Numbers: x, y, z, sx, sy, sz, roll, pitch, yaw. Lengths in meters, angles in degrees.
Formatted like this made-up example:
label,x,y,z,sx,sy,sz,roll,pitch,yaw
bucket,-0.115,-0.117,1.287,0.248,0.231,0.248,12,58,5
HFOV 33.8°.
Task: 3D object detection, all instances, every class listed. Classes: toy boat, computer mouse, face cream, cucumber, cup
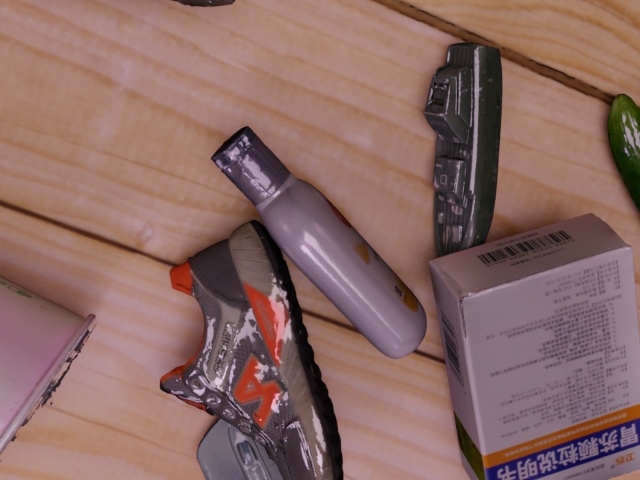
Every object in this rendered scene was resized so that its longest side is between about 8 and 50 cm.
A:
label,x,y,z,sx,sy,sz,roll,pitch,yaw
toy boat,0.153,-0.088,1.171,0.085,0.078,0.260,-4,103,-29
computer mouse,-0.061,0.287,1.203,0.113,0.068,0.229,-26,104,-7
face cream,0.000,0.000,1.129,0.071,0.144,0.291,-41,103,9
cucumber,0.395,-0.057,1.236,0.056,0.056,0.250,-32,102,-4
cup,-0.398,0.110,1.033,0.274,0.253,0.253,35,92,-6

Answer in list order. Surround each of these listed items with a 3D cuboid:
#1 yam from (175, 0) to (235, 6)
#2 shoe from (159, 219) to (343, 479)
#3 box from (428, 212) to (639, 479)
label,x,y,z,sx,sy,sz,roll,pitch,yaw
yam,-0.195,-0.337,1.002,0.271,0.201,0.202,11,77,-8
shoe,-0.086,0.158,1.132,0.171,0.132,0.336,-18,89,2
box,0.250,0.141,1.187,0.200,0.106,0.299,-16,117,-8
